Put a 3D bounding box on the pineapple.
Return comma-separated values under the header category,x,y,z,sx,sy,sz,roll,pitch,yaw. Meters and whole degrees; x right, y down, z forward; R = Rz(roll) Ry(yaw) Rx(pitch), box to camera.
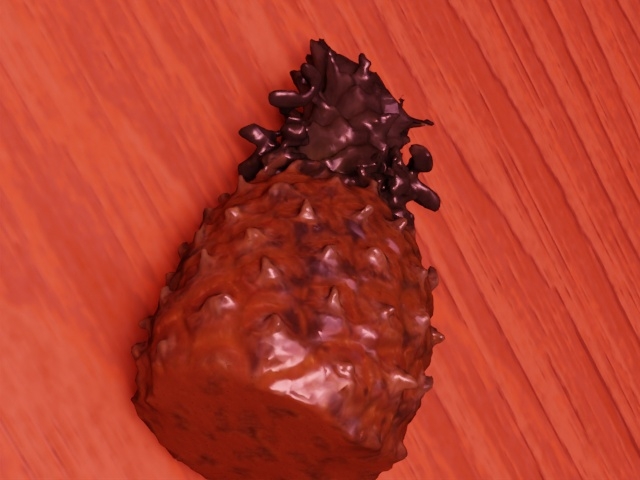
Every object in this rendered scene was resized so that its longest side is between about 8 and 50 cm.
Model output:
category,x,y,z,sx,sy,sz,roll,pitch,yaw
pineapple,0.000,0.000,0.653,0.157,0.157,0.279,38,47,-24
